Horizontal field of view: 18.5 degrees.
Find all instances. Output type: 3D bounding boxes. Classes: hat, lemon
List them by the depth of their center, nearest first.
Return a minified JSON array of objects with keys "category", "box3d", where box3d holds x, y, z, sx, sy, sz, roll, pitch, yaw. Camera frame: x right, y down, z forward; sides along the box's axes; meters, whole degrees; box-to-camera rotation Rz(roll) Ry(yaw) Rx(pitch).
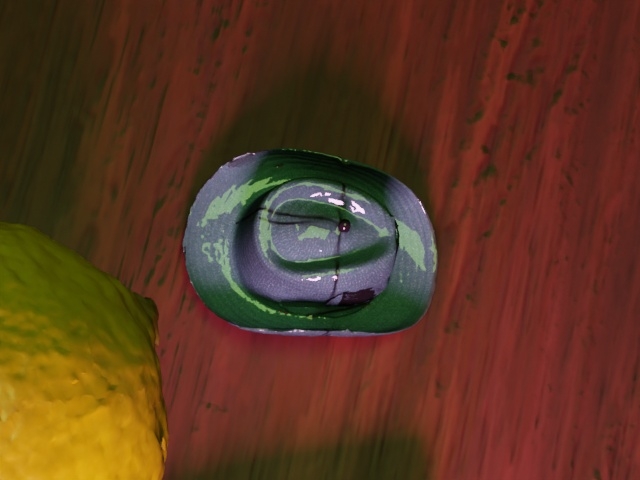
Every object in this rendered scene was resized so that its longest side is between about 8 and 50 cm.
[{"category":"lemon","box3d":[-0.236,0.118,1.216,0.268,0.268,0.322,44,68,2]},{"category":"hat","box3d":[0.000,0.000,1.393,0.190,0.078,0.138,5,72,-10]}]
